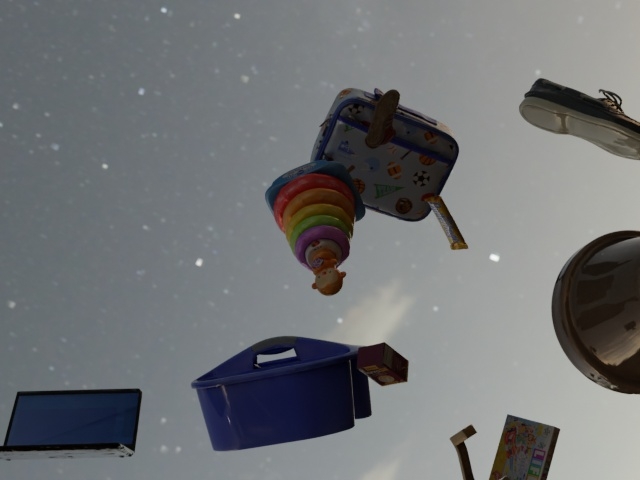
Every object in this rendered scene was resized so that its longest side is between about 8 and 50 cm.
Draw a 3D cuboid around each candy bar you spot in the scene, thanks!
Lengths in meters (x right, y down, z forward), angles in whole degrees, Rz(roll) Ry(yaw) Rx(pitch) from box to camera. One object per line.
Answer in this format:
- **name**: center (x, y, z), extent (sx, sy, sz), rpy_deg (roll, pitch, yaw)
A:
- **candy bar**: center (0.261, -0.037, 2.229), extent (0.161, 0.040, 0.018), rpy_deg (57, -137, -37)

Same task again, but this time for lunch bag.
- **lunch bag**: center (0.132, -0.189, 2.311), extent (0.115, 0.303, 0.243), rpy_deg (-91, 23, -62)

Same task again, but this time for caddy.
- **caddy**: center (-0.066, 0.264, 1.952), extent (0.241, 0.341, 0.179), rpy_deg (-2, -100, -72)

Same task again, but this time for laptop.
- **laptop**: center (-0.438, 0.304, 1.836), extent (0.264, 0.234, 0.136), rpy_deg (94, 174, -74)

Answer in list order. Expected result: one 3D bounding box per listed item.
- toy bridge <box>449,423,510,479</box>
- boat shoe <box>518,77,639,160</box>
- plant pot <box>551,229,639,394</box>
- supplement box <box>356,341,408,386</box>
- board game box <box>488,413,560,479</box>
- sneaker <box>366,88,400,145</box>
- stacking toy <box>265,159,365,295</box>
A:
- **toy bridge**: center (0.241, 0.352, 1.507), extent (0.026, 0.188, 0.063), rpy_deg (-24, -15, -46)
- **boat shoe**: center (0.460, -0.204, 1.787), extent (0.079, 0.254, 0.095), rpy_deg (-58, -29, -20)
- **plant pot**: center (0.509, 0.093, 1.629), extent (0.263, 0.263, 0.229), rpy_deg (-60, -2, -15)
- **supplement box**: center (0.108, 0.213, 1.840), extent (0.083, 0.055, 0.043), rpy_deg (39, -133, -42)
- **board game box**: center (0.376, 0.410, 1.997), extent (0.026, 0.103, 0.154), rpy_deg (29, -105, -47)
- **sneaker**: center (0.132, -0.242, 2.128), extent (0.067, 0.042, 0.118), rpy_deg (-6, -58, -66)
- **stacking toy**: center (0.000, 0.000, 2.030), extent (0.302, 0.175, 0.165), rpy_deg (-98, -17, -52)
